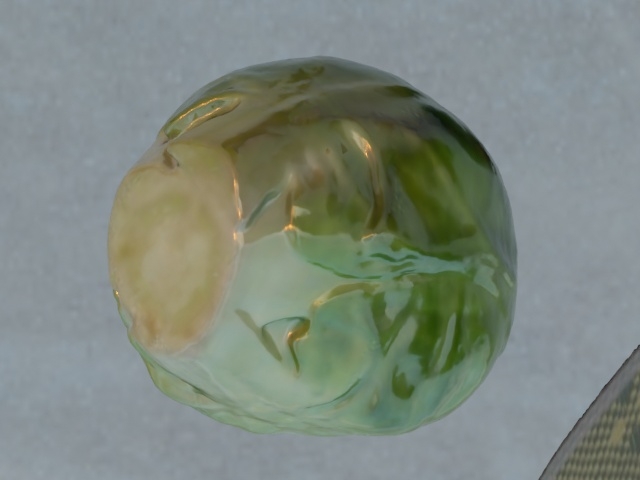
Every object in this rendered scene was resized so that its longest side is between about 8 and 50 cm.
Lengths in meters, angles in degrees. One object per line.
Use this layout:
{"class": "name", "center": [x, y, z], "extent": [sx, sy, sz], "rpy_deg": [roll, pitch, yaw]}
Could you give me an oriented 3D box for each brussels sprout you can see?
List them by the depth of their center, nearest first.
{"class": "brussels sprout", "center": [-0.004, 0.000, 0.780], "extent": [0.143, 0.162, 0.180], "rpy_deg": [-11, 160, 43]}

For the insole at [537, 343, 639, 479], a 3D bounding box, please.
{"class": "insole", "center": [0.080, 0.052, 0.415], "extent": [0.007, 0.109, 0.322], "rpy_deg": [11, 130, -15]}
